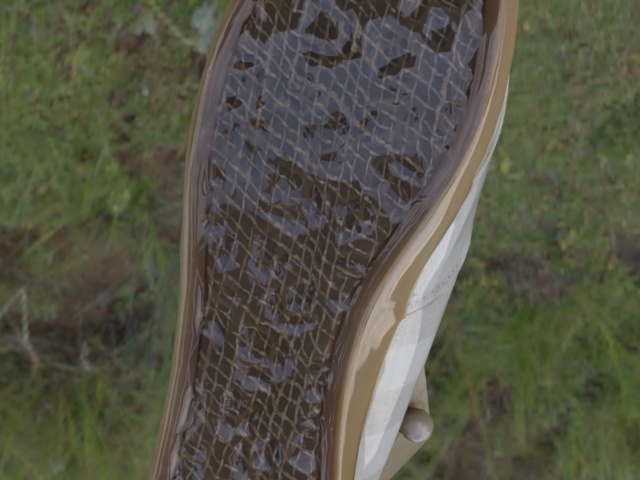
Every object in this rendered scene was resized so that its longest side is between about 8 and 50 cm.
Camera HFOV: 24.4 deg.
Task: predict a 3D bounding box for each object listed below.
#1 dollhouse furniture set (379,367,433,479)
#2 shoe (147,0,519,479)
[{"bbox_3d":[0.051,0.149,0.500,0.151,0.123,0.144,30,149,31],"label":"dollhouse furniture set"},{"bbox_3d":[0.000,0.000,0.400,0.076,0.058,0.219,18,99,9],"label":"shoe"}]
